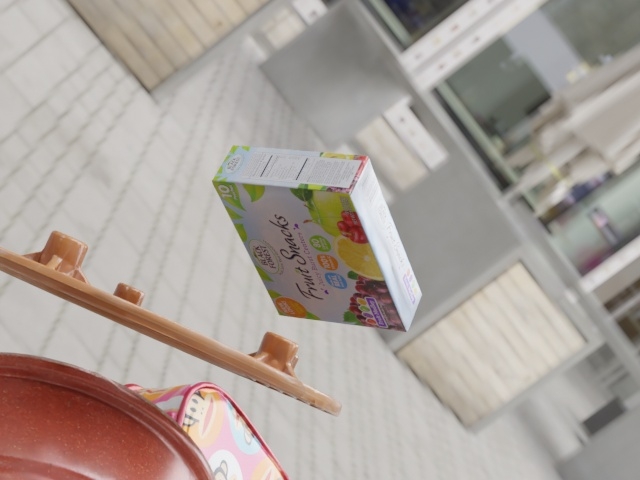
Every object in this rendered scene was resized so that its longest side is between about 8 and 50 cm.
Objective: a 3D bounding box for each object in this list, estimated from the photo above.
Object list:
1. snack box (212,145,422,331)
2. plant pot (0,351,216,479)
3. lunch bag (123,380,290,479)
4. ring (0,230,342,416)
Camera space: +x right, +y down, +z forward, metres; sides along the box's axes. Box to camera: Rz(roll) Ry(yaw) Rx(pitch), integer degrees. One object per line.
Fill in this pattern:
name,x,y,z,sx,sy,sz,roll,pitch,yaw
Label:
snack box,0.000,0.000,0.949,0.037,0.100,0.141,-63,146,-33
plant pot,-0.185,0.246,0.749,0.272,0.272,0.265,48,21,-31
lunch bag,-0.116,0.284,1.161,0.258,0.120,0.293,57,41,-37
ring,-0.137,0.028,0.891,0.336,0.032,0.336,24,-6,3
